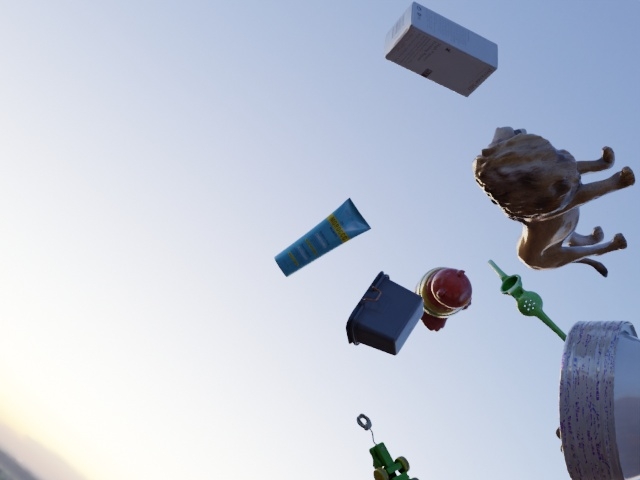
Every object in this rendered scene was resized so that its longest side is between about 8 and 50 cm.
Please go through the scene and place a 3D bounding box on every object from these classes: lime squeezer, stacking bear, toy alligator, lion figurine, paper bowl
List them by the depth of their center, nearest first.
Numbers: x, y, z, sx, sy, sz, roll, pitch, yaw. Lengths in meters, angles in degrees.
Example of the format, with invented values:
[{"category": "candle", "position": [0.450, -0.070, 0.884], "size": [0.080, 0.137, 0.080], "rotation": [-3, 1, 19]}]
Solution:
[{"category": "toy alligator", "position": [0.107, 0.369, 1.258], "size": [0.190, 0.056, 0.051], "rotation": [55, -36, 26]}, {"category": "paper bowl", "position": [0.501, 0.274, 1.297], "size": [0.148, 0.284, 0.284], "rotation": [-4, -46, 32]}, {"category": "lion figurine", "position": [0.398, -0.038, 1.355], "size": [0.142, 0.240, 0.392], "rotation": [-105, 177, -48]}, {"category": "lime squeezer", "position": [0.453, 0.120, 1.730], "size": [0.110, 0.059, 0.310], "rotation": [11, 29, -42]}, {"category": "stacking bear", "position": [0.368, 0.152, 2.292], "size": [0.164, 0.175, 0.289], "rotation": [51, -8, 8]}]

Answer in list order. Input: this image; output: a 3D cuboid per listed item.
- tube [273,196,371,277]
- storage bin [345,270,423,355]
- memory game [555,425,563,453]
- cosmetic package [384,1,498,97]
[{"category": "tube", "position": [0.000, 0.000, 1.651], "size": [0.080, 0.207, 0.052], "rotation": [55, 1, -6]}, {"category": "storage bin", "position": [0.118, 0.130, 1.373], "size": [0.091, 0.135, 0.098], "rotation": [21, -33, 25]}, {"category": "memory game", "position": [0.546, 0.384, 1.495], "size": [0.186, 0.012, 0.186], "rotation": [11, -58, 19]}, {"category": "cosmetic package", "position": [0.266, -0.417, 1.721], "size": [0.231, 0.085, 0.117], "rotation": [21, -35, -19]}]
